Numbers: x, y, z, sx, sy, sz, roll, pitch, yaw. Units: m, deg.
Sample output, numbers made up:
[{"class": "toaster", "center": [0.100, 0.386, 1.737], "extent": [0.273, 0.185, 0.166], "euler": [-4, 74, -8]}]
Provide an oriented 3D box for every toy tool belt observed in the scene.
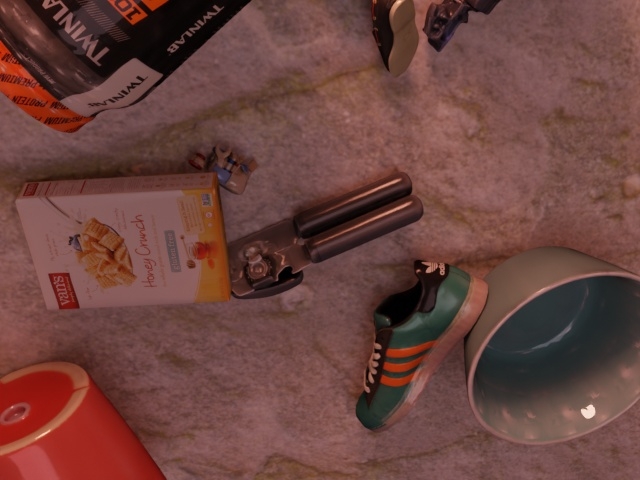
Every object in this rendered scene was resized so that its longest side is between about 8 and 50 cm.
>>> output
[{"class": "toy tool belt", "center": [-0.120, -0.097, 1.129], "extent": [0.083, 0.052, 0.051], "euler": [35, 82, -30]}]

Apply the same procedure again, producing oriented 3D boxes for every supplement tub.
[{"class": "supplement tub", "center": [-0.182, -0.275, 0.895], "extent": [0.338, 0.207, 0.207], "euler": [-40, 123, 11]}]

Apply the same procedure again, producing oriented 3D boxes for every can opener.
[{"class": "can opener", "center": [0.000, 0.000, 1.220], "extent": [0.283, 0.076, 0.095], "euler": [-23, 157, -1]}]

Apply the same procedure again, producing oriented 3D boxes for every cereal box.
[{"class": "cereal box", "center": [-0.238, 0.004, 1.127], "extent": [0.240, 0.047, 0.173], "euler": [-4, 125, 1]}]

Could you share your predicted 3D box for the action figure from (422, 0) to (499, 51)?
[{"class": "action figure", "center": [0.232, -0.317, 0.978], "extent": [0.330, 0.178, 0.341], "euler": [-6, 138, -50]}]

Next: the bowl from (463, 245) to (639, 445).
[{"class": "bowl", "center": [0.336, 0.131, 1.327], "extent": [0.311, 0.163, 0.312], "euler": [-7, 123, -11]}]

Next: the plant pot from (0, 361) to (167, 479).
[{"class": "plant pot", "center": [-0.358, 0.315, 1.207], "extent": [0.275, 0.275, 0.243], "euler": [-18, 117, -4]}]

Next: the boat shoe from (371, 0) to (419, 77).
[{"class": "boat shoe", "center": [0.087, -0.248, 1.077], "extent": [0.049, 0.042, 0.133], "euler": [-42, 153, -16]}]

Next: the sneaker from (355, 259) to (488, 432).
[{"class": "sneaker", "center": [0.114, 0.149, 1.323], "extent": [0.121, 0.108, 0.302], "euler": [26, 115, -11]}]
